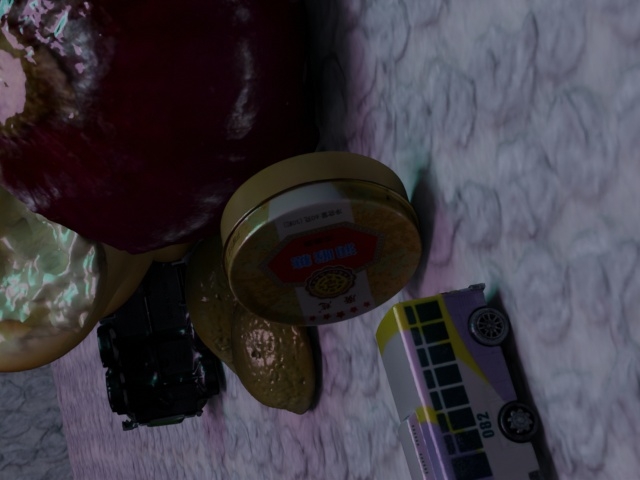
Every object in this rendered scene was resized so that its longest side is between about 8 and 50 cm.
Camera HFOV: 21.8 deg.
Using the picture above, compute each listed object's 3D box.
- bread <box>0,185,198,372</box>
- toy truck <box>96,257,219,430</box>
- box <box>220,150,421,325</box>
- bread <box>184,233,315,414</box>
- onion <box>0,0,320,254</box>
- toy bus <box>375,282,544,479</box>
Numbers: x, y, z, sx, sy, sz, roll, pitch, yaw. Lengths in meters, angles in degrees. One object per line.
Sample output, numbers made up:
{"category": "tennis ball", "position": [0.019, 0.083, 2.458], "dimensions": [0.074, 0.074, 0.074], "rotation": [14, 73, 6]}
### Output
{"category": "bread", "position": [-0.245, -0.056, 1.161], "dimensions": [0.211, 0.315, 0.270], "rotation": [-50, 1, 28]}
{"category": "toy truck", "position": [-0.153, 0.054, 1.483], "dimensions": [0.125, 0.101, 0.243], "rotation": [-111, 12, -74]}
{"category": "box", "position": [0.000, 0.000, 0.870], "dimensions": [0.105, 0.105, 0.037], "rotation": [98, 164, -49]}
{"category": "bread", "position": [-0.053, 0.066, 1.193], "dimensions": [0.188, 0.065, 0.149], "rotation": [112, 139, -60]}
{"category": "onion", "position": [-0.097, -0.113, 0.987], "dimensions": [0.206, 0.216, 0.207], "rotation": [47, 123, 11]}
{"category": "toy bus", "position": [0.064, 0.078, 0.778], "dimensions": [0.052, 0.058, 0.102], "rotation": [115, 143, -65]}
